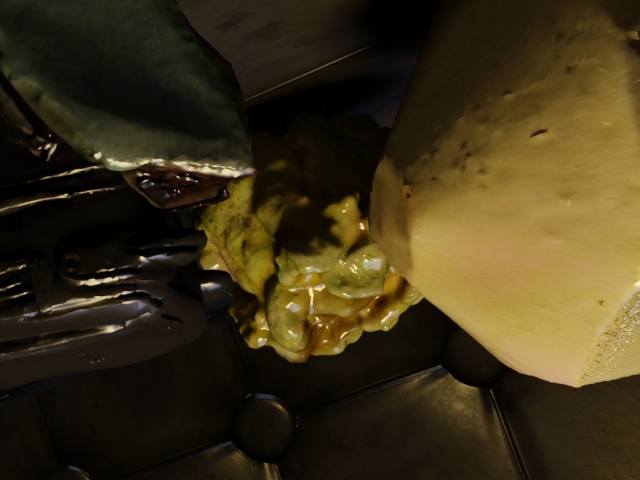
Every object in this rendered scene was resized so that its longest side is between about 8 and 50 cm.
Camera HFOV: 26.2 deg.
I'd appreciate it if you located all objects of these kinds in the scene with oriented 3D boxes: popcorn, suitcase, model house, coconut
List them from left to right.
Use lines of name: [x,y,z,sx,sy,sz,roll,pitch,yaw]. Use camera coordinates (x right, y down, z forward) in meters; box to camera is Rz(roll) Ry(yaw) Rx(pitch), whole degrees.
suitcase: [-0.246,0.015,0.991,0.340,0.188,0.345,-14,175,-1]
model house: [-0.121,-0.072,0.761,0.106,0.165,0.152,-36,180,-22]
popcorn: [0.000,0.000,1.214,0.259,0.259,0.212,-14,141,-39]
coconut: [0.191,-0.061,0.988,0.353,0.352,0.352,-19,173,-2]
